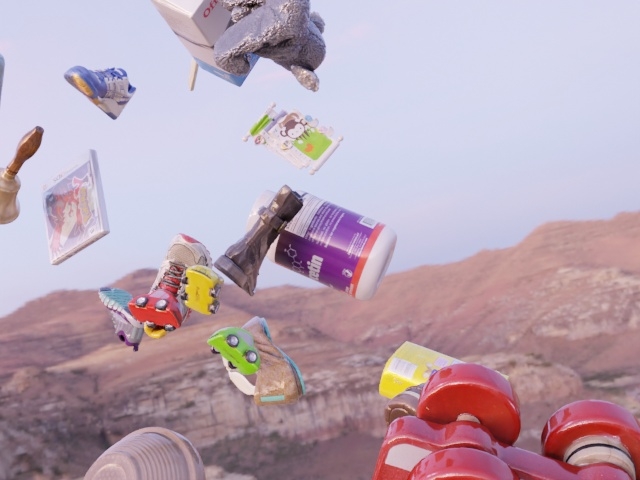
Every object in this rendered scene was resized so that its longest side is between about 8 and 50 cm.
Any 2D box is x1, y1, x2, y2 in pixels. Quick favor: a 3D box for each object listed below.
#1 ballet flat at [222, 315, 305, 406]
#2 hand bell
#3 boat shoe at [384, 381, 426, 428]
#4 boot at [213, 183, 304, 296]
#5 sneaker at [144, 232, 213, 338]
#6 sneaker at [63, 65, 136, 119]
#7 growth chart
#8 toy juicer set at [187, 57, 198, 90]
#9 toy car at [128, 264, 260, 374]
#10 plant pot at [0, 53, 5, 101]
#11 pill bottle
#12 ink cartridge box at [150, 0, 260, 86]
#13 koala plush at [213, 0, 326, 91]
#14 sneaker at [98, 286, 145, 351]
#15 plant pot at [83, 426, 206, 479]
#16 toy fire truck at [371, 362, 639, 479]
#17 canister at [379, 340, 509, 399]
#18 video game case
[{"bbox_3d":[-0.137,0.255,1.504,0.124,0.116,0.342,-16,22,-14],"label":"ballet flat"},{"bbox_3d":[-0.641,-0.153,1.496,0.242,0.126,0.126,-42,-24,31],"label":"hand bell"},{"bbox_3d":[0.173,0.312,0.962,0.095,0.258,0.095,-9,11,43],"label":"boat shoe"},{"bbox_3d":[-0.111,-0.004,1.489,0.229,0.091,0.263,-51,-5,-7],"label":"boot"},{"bbox_3d":[-0.260,0.088,1.286,0.088,0.225,0.093,24,31,7],"label":"sneaker"},{"bbox_3d":[-0.607,-0.443,1.989,0.131,0.112,0.296,-50,-5,-3],"label":"sneaker"},{"bbox_3d":[-0.070,-0.283,1.951,0.237,0.172,0.021,29,-21,3],"label":"growth chart"},{"bbox_3d":[-0.304,-0.583,1.870,0.089,0.329,0.209,-1,-16,-22],"label":"toy juicer set"},{"bbox_3d":[-0.183,0.138,1.198,0.239,0.225,0.053,-27,25,44],"label":"toy car"},{"bbox_3d":[-0.676,-0.258,1.178,0.252,0.247,0.247,-30,-35,-55],"label":"plant pot"},{"bbox_3d":[0.000,0.000,1.630,0.322,0.182,0.181,22,-3,12],"label":"pill bottle"},{"bbox_3d":[-0.210,-0.512,1.547,0.129,0.223,0.307,31,-6,18],"label":"ink cartridge box"},{"bbox_3d":[-0.064,-0.398,1.399,0.203,0.196,0.221,-9,-22,32],"label":"koala plush"},{"bbox_3d":[-0.496,0.189,1.759,0.083,0.098,0.223,9,12,-39],"label":"sneaker"},{"bbox_3d":[-0.314,0.420,1.178,0.237,0.237,0.110,-16,-33,22],"label":"plant pot"},{"bbox_3d":[0.178,0.279,0.666,0.302,0.254,0.169,16,25,6],"label":"toy fire truck"},{"bbox_3d":[0.188,0.222,1.089,0.169,0.073,0.126,18,19,21],"label":"canister"},{"bbox_3d":[-0.537,-0.071,1.553,0.183,0.201,0.023,-27,-22,29],"label":"video game case"}]
